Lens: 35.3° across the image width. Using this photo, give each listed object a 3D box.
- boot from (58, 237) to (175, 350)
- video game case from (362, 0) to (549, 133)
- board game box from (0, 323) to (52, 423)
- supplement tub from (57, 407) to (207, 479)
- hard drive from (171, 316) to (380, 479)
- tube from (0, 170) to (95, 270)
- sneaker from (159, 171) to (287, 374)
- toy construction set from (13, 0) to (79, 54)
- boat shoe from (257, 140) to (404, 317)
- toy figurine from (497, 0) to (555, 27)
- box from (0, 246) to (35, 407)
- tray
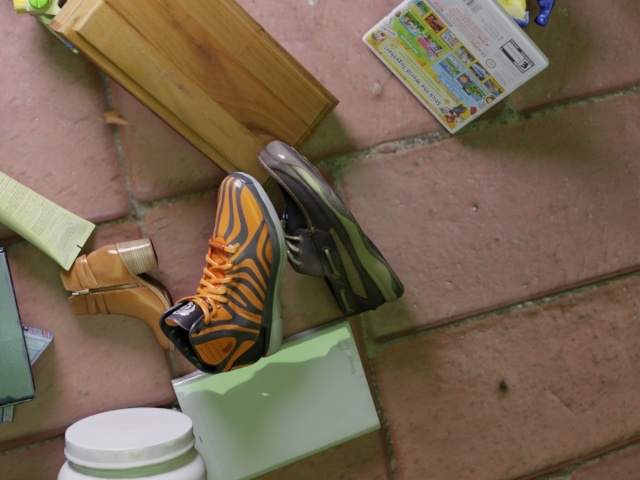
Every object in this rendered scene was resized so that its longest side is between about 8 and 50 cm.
[{"bbox_3d":[-0.315,0.099,1.585,0.152,0.073,0.197,-17,103,-4],"label":"boot"},{"bbox_3d":[0.216,-0.307,1.617,0.227,0.026,0.206,43,126,-16],"label":"video game case"},{"bbox_3d":[-0.516,0.190,1.544,0.194,0.060,0.194,5,97,-14],"label":"board game box"},{"bbox_3d":[-0.285,0.438,1.551,0.228,0.228,0.316,-4,98,-14],"label":"supplement tub"},{"bbox_3d":[-0.071,0.275,1.682,0.308,0.040,0.203,-19,102,-11],"label":"hard drive"},{"bbox_3d":[-0.464,-0.052,1.523,0.240,0.062,0.070,34,96,-17],"label":"tube"},{"bbox_3d":[-0.152,0.065,1.528,0.180,0.125,0.321,-20,115,-36],"label":"sneaker"},{"bbox_3d":[-0.462,-0.418,1.436,0.328,0.151,0.215,16,94,-27],"label":"toy construction set"},{"bbox_3d":[0.000,0.000,1.587,0.130,0.132,0.355,-37,119,1],"label":"boat shoe"},{"bbox_3d":[0.270,-0.419,1.601,0.363,0.191,0.217,9,101,-14],"label":"toy figurine"},{"bbox_3d":[-0.531,0.139,1.471,0.183,0.059,0.232,-11,99,-15],"label":"box"},{"bbox_3d":[-0.175,-0.260,1.499,0.411,0.076,0.203,40,87,-35],"label":"tray"}]
